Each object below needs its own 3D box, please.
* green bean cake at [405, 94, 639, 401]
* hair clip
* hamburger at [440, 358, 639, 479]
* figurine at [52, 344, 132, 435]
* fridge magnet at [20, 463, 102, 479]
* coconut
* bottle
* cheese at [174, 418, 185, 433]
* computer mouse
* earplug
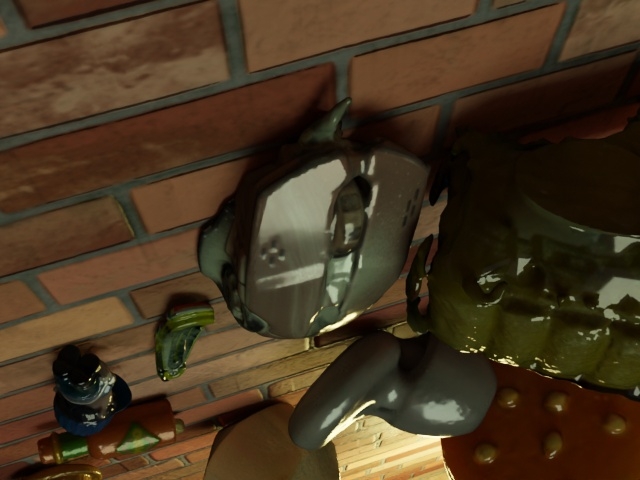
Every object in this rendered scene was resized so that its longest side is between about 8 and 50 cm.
[{"bbox_3d":[0.249,-0.028,0.783,0.310,0.285,0.202,11,158,8],"label":"green bean cake"},{"bbox_3d":[-0.162,0.114,0.997,0.060,0.033,0.188,-10,152,-26],"label":"hair clip"},{"bbox_3d":[0.408,0.347,1.510,0.396,0.395,0.277,-20,156,1],"label":"hamburger"},{"bbox_3d":[-0.275,0.178,1.004,0.086,0.087,0.149,20,153,4],"label":"figurine"},{"bbox_3d":[-0.427,0.400,1.385,0.143,0.063,0.143,-13,155,-6],"label":"fridge magnet"},{"bbox_3d":[-0.088,0.392,1.455,0.241,0.241,0.241,-16,156,-7],"label":"coconut"},{"bbox_3d":[-0.300,0.275,1.201,0.187,0.069,0.069,-11,155,-18],"label":"bottle"},{"bbox_3d":[-0.252,0.296,1.329,0.083,0.030,0.044,-25,163,28],"label":"cheese"},{"bbox_3d":[0.002,0.006,0.792,0.200,0.114,0.389,-14,157,-20],"label":"computer mouse"},{"bbox_3d":[0.104,0.222,1.258,0.326,0.175,0.214,-10,153,-19],"label":"earplug"}]
